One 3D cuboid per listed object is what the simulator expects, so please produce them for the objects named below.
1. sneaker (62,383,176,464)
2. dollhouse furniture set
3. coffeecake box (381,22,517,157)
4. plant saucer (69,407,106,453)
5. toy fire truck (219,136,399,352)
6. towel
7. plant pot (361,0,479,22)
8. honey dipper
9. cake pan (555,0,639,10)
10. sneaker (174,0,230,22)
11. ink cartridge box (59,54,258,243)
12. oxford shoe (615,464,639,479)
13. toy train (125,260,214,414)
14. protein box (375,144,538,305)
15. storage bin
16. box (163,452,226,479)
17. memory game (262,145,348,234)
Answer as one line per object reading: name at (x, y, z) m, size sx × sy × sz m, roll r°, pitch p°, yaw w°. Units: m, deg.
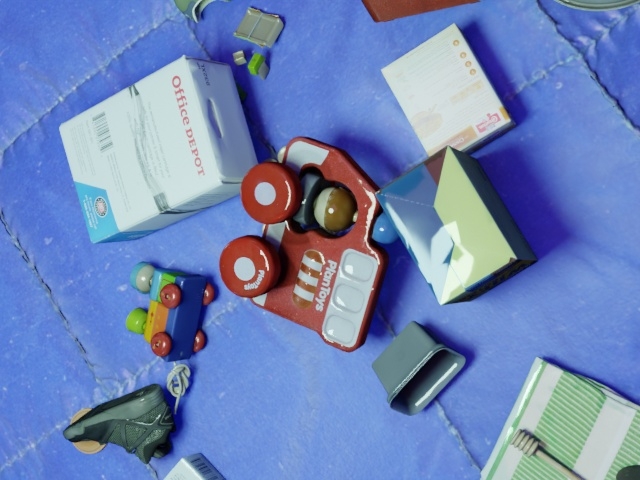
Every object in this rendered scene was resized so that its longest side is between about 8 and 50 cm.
sneaker at (-0.348, 0.343, 1.941) m, size 0.227 × 0.087 × 0.130 m, roll -21°, pitch 101°, yaw 24°
dollhouse furniture set at (-0.120, -0.324, 1.923) m, size 0.076 × 0.058 × 0.152 m, roll 22°, pitch 76°, yaw 26°
coffeecake box at (0.207, -0.230, 1.780) m, size 0.142 × 0.068 × 0.185 m, roll -31°, pitch 79°, yaw 16°
plant saucer at (-0.423, 0.349, 2.016) m, size 0.083 × 0.013 × 0.083 m, roll 0°, pitch 89°, yaw 20°
toy fire truck at (0.000, 0.000, 1.770) m, size 0.254 × 0.169 × 0.302 m, roll 22°, pitch 104°, yaw 20°
towel at (0.434, 0.352, 1.701) m, size 0.325 × 0.038 × 0.248 m, roll 26°, pitch 98°, yaw 17°
plant pot at (0.165, -0.477, 1.707) m, size 0.267 × 0.267 × 0.236 m, roll -9°, pitch 105°, yaw 21°
honey dipper at (0.364, 0.348, 1.692) m, size 0.160 × 0.030 × 0.030 m, roll 36°, pitch 100°, yaw 12°
cake pan at (0.437, -0.505, 1.707) m, size 0.293 × 0.054 × 0.293 m, roll 0°, pitch 89°, yaw 17°
sneaker at (-0.173, -0.458, 1.929) m, size 0.192 × 0.064 × 0.086 m, roll -35°, pitch 85°, yaw 16°
ink cartridge box at (-0.274, -0.149, 1.884) m, size 0.307 × 0.129 × 0.223 m, roll -22°, pitch 80°, yaw 32°
oxford shoe at (0.533, 0.397, 1.616) m, size 0.212 × 0.076 × 0.076 m, roll 20°, pitch 137°, yaw 27°
toy train at (-0.286, 0.166, 1.938) m, size 0.143 × 0.105 × 0.248 m, roll 20°, pitch 102°, yaw 35°
protein box at (0.213, -0.019, 1.700) m, size 0.136 × 0.201 × 0.200 m, roll -33°, pitch 78°, yaw 16°
storage bin at (0.154, 0.201, 1.782) m, size 0.135 × 0.098 × 0.091 m, roll -48°, pitch 47°, yaw 13°
box at (-0.223, 0.462, 1.911) m, size 0.126 × 0.072 × 0.137 m, roll 43°, pitch 101°, yaw 15°
memory game at (-0.036, -0.074, 1.892) m, size 0.186 × 0.012 × 0.186 m, roll 0°, pitch 89°, yaw 20°
